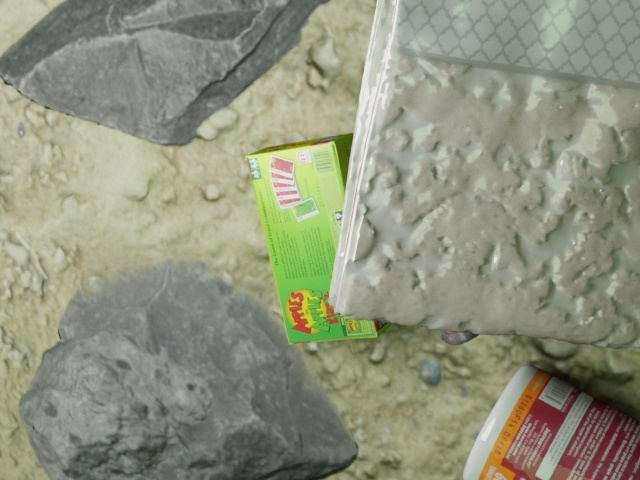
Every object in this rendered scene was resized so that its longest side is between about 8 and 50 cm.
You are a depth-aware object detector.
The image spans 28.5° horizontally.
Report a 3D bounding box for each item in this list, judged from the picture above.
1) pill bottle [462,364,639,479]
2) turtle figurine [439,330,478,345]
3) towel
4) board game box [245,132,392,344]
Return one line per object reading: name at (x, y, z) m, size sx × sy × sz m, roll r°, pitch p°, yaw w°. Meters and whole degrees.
pill bottle at (0.241, 0.205, 1.053) m, size 0.221 × 0.121 × 0.121 m, roll 28°, pitch 115°, yaw 16°
turtle figurine at (0.101, -0.036, 1.056) m, size 0.175 × 0.118 × 0.234 m, roll -23°, pitch 100°, yaw 29°
towel at (0.191, -0.069, 0.957) m, size 0.332 × 0.053 × 0.316 m, roll 7°, pitch 108°, yaw -2°
board game box at (0.000, 0.000, 1.150) m, size 0.092 × 0.043 × 0.181 m, roll -7°, pitch 102°, yaw 28°
